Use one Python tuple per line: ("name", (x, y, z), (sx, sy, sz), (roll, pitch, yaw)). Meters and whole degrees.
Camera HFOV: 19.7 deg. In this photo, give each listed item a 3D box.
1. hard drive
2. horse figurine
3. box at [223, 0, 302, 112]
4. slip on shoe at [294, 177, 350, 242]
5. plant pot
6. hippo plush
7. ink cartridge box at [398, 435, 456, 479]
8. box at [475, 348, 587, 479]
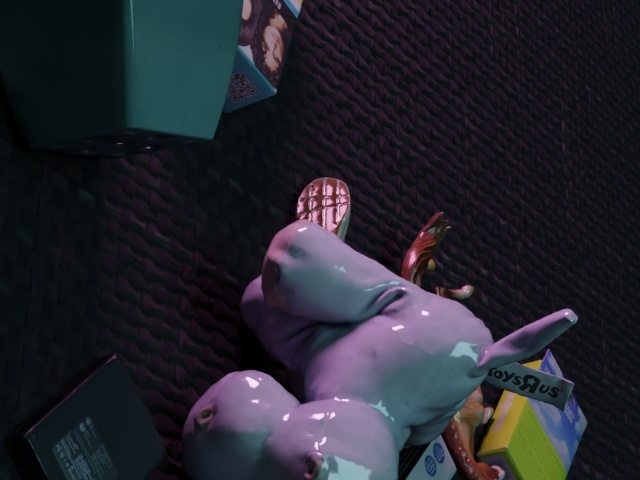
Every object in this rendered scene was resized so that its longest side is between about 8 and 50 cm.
("hard drive", (-0.168, 0.153, 1.362), (0.135, 0.022, 0.094), (-43, 113, -56))
("horse figurine", (0.123, 0.112, 1.807), (0.174, 0.066, 0.263), (-41, 113, -63))
("box", (-0.066, -0.239, 1.676), (0.100, 0.060, 0.244), (49, 39, -34))
("slip on shoe", (0.000, 0.000, 1.690), (0.041, 0.051, 0.135), (99, -5, -47))
("plant pot", (-0.158, -0.187, 1.415), (0.165, 0.166, 0.234), (4, 78, -57))
("hippo plush", (0.022, 0.156, 1.492), (0.236, 0.294, 0.234), (-57, 157, -30))
("ink cartridge box", (0.034, 0.240, 1.569), (0.046, 0.097, 0.207), (64, 32, -15))
("box", (0.224, 0.208, 1.939), (0.109, 0.042, 0.178), (61, 33, -20))
